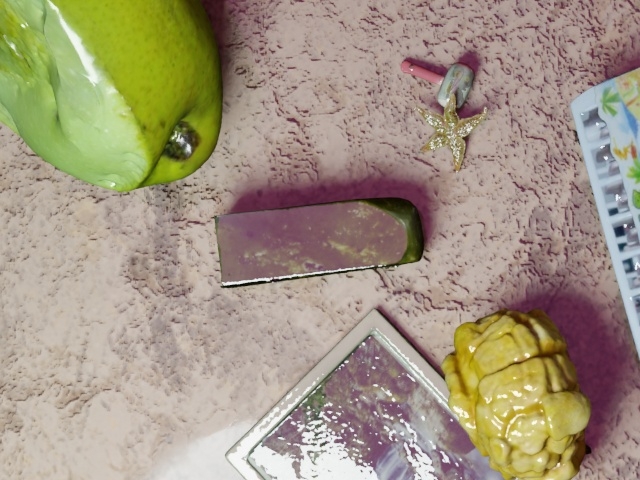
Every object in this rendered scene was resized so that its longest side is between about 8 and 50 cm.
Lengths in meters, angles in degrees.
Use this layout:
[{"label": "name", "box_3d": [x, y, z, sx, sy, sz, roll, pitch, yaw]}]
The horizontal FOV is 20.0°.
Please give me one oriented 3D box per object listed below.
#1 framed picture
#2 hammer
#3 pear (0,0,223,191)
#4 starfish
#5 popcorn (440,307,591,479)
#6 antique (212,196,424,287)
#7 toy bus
[{"label": "framed picture", "box_3d": [0.087, 0.267, 1.965, 0.240, 0.020, 0.324, -43, 83, 3]}, {"label": "hammer", "box_3d": [0.125, -0.178, 1.988, 0.083, 0.031, 0.052, 24, 88, 19]}, {"label": "pear", "box_3d": [-0.222, -0.201, 1.911, 0.318, 0.342, 0.238, 49, 65, -13]}, {"label": "starfish", "box_3d": [0.145, -0.118, 1.973, 0.092, 0.016, 0.086, -25, 104, 23]}, {"label": "popcorn", "box_3d": [0.205, 0.166, 1.884, 0.140, 0.163, 0.194, -17, 85, 6]}, {"label": "antique", "box_3d": [0.000, 0.000, 1.964, 0.221, 0.081, 0.080, -8, 87, 6]}, {"label": "toy bus", "box_3d": [0.368, -0.018, 1.895, 0.136, 0.109, 0.330, -18, 83, 33]}]
